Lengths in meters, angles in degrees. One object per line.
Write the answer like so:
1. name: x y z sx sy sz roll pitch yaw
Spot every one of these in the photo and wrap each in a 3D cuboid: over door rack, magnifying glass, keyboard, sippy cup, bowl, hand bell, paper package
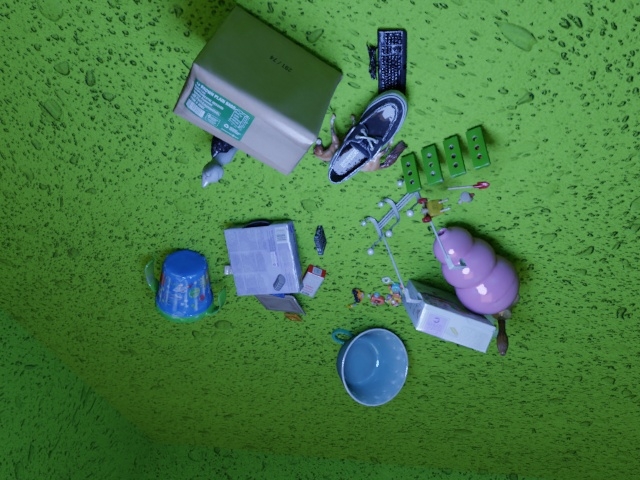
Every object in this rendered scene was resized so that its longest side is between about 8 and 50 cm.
1. over door rack: 0.260 0.007 1.634 0.108 0.324 0.239 -13 156 -37
2. magnifying glass: 0.153 0.448 2.347 0.231 0.026 0.092 27 138 -14
3. keyboard: 0.166 -0.434 1.360 0.100 0.038 0.192 5 137 13
4. sippy cup: -0.532 0.166 2.116 0.306 0.240 0.224 -1 131 -17
5. bowl: 0.191 0.512 2.235 0.312 0.311 0.163 34 164 -20
6. hand bell: 0.627 0.292 1.862 0.126 0.242 0.126 9 139 7
7. paper package: -0.142 -0.365 1.325 0.325 0.309 0.168 30 137 -14

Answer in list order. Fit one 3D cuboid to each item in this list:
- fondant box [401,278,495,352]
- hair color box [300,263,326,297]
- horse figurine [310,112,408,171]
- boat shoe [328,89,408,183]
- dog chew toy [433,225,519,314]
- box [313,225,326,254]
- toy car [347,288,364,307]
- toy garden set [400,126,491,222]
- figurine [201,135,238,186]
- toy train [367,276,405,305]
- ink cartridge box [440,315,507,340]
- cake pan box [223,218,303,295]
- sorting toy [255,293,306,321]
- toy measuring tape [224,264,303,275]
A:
1. fondant box: 0.420 0.245 1.825 0.238 0.330 0.096 19 98 -3
2. hair color box: -0.035 0.156 2.068 0.072 0.043 0.141 22 137 -7
3. horse figurine: 0.110 -0.264 1.544 0.263 0.066 0.174 19 132 1
4. boat shoe: 0.118 -0.267 1.437 0.108 0.102 0.301 39 125 -11
5. dog chew toy: 0.484 0.085 1.723 0.207 0.206 0.332 -29 114 39
6. box: 0.000 0.000 1.867 0.018 0.067 0.083 1 138 17
7. toy car: 0.136 0.222 2.109 0.041 0.060 0.122 -19 169 -25
8. toy garden set: 0.358 -0.172 1.494 0.244 0.203 0.049 -18 164 33
9. figurine: -0.278 -0.275 1.542 0.092 0.209 0.215 24 139 -9
10. toy train: 0.252 0.210 2.037 0.125 0.046 0.166 18 139 -4
11. ink cartridge box: 0.587 0.332 2.063 0.235 0.056 0.171 8 138 12
12. cake pan box: -0.200 0.060 1.904 0.246 0.070 0.266 -7 103 17
13. sorting toy: -0.163 0.243 2.186 0.196 0.047 0.347 8 154 19
14. toy measuring tape: -0.228 0.118 2.027 0.330 0.121 0.121 2 137 15
